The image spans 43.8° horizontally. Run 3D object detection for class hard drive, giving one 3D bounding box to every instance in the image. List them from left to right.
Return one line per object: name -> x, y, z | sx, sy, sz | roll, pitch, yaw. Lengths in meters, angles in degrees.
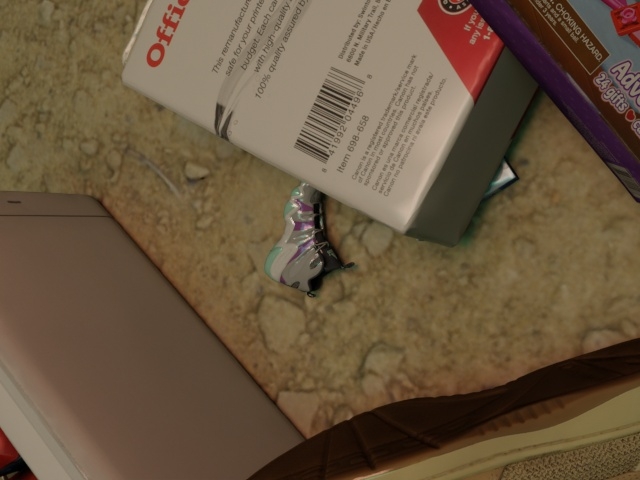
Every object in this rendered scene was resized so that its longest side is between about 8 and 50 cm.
hard drive -> -0.163, 0.092, 0.622 | 0.353, 0.233, 0.047 | 46, 109, 18

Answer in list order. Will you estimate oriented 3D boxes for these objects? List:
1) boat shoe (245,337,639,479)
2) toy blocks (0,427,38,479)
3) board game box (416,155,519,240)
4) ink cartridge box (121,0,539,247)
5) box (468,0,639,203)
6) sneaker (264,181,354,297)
boat shoe -> 0.107, 0.158, 0.508 | 0.341, 0.121, 0.110 | -16, 93, 0
toy blocks -> -0.175, 0.257, 0.616 | 0.190, 0.261, 0.381 | -35, 76, 22
board game box -> 0.091, -0.061, 0.616 | 0.090, 0.020, 0.090 | -34, 76, 19
ink cartridge box -> 0.013, -0.144, 0.584 | 0.272, 0.114, 0.197 | 30, 98, 26
box -> 0.180, -0.182, 0.439 | 0.201, 0.057, 0.293 | -46, 109, 3
sneaker -> 0.000, 0.000, 0.654 | 0.069, 0.038, 0.098 | 28, 112, 21
